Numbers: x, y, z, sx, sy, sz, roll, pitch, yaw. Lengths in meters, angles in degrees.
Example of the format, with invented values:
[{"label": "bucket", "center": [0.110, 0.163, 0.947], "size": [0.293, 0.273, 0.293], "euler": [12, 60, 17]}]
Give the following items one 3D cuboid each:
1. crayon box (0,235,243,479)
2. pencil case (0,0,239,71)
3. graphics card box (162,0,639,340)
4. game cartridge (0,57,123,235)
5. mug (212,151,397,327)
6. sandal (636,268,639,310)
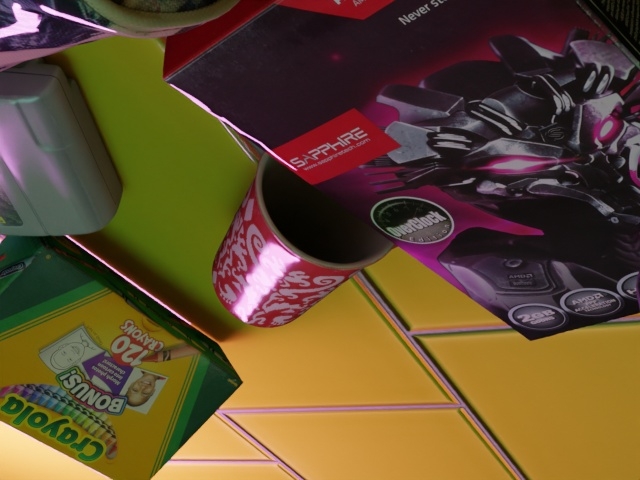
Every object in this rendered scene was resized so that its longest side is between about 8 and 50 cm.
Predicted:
[{"label": "crayon box", "center": [-0.231, 0.118, 0.947], "size": [0.278, 0.165, 0.081], "euler": [42, -177, -38]}, {"label": "pencil case", "center": [-0.248, -0.151, 0.528], "size": [0.411, 0.159, 0.184], "euler": [-7, -179, 30]}, {"label": "graphics card box", "center": [0.117, -0.074, 0.596], "size": [0.371, 0.094, 0.233], "euler": [34, 142, -32]}, {"label": "game cartridge", "center": [-0.320, -0.079, 0.783], "size": [0.294, 0.060, 0.196], "euler": [6, 152, 11]}, {"label": "mug", "center": [-0.004, 0.007, 0.753], "size": [0.150, 0.113, 0.169], "euler": [22, 150, -12]}, {"label": "sandal", "center": [0.310, 0.018, 0.533], "size": [0.255, 0.097, 0.054], "euler": [-9, 135, 21]}]
